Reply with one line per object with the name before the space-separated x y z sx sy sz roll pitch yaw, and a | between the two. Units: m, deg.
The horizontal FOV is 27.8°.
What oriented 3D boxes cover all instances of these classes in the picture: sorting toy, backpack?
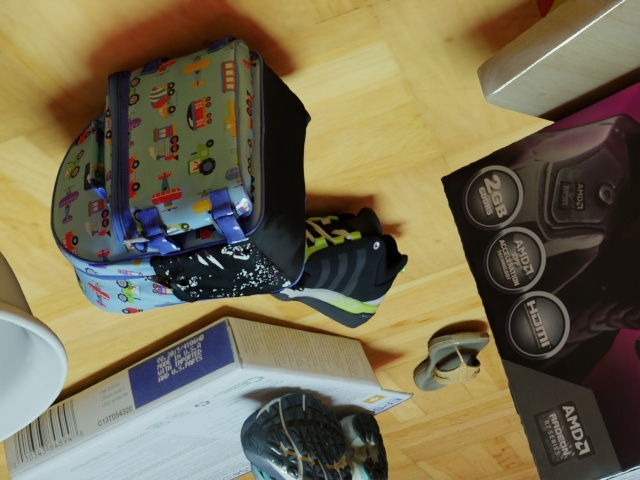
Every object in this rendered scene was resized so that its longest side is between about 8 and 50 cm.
sorting toy | 0.264 -0.168 0.830 0.257 0.089 0.255 8 148 -43
backpack | -0.102 -0.036 0.841 0.173 0.158 0.117 -11 151 21

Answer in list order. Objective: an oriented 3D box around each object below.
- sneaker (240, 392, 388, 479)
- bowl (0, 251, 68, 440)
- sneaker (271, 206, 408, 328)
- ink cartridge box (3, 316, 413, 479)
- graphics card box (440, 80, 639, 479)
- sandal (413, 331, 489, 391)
sneaker | -0.026 0.240 1.381 0.122 0.110 0.283 -21 158 18
bowl | -0.302 0.041 0.729 0.298 0.134 0.298 -14 157 -6
sneaker | 0.000 0.000 1.093 0.097 0.084 0.235 -47 150 10
ink cartridge box | -0.116 0.189 1.424 0.324 0.071 0.330 -28 156 26
graphics card box | 0.278 -0.007 0.794 0.371 0.232 0.094 -25 159 25
sandal | 0.155 0.149 1.516 0.072 0.049 0.180 -8 156 -15
